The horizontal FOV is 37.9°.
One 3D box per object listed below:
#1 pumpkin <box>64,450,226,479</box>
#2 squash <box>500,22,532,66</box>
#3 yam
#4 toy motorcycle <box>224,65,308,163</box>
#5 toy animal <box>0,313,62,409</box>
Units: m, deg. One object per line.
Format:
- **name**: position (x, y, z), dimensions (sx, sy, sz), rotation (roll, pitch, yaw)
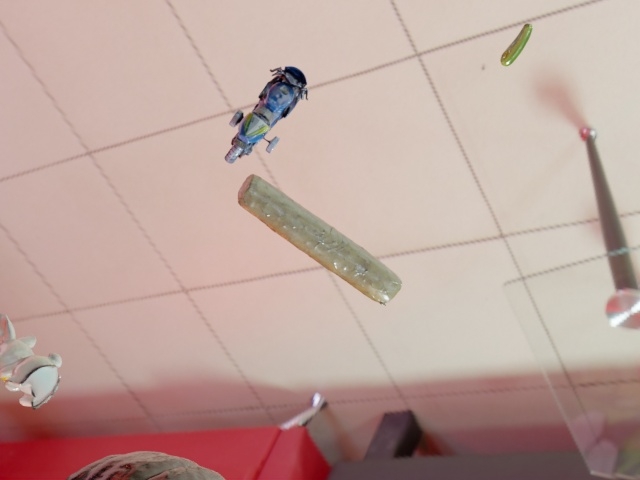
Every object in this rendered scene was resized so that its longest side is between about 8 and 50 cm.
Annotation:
- **pumpkin**: position (-0.133, 0.272, 0.725), dimensions (0.221, 0.162, 0.220), rotation (9, 104, 38)
- **squash**: position (0.357, -0.353, 1.687), dimensions (0.027, 0.027, 0.089), rotation (34, 117, -4)
- **yam**: position (0.000, 0.000, 1.792), dimensions (0.372, 0.083, 0.083), rotation (37, 135, -18)
- **toy motorcycle**: position (-0.090, -0.227, 1.637), dimensions (0.092, 0.254, 0.135), rotation (37, 137, -4)
- **toy animal**: position (-0.416, 0.169, 1.287), dimensions (0.124, 0.085, 0.071), rotation (23, 160, 37)
